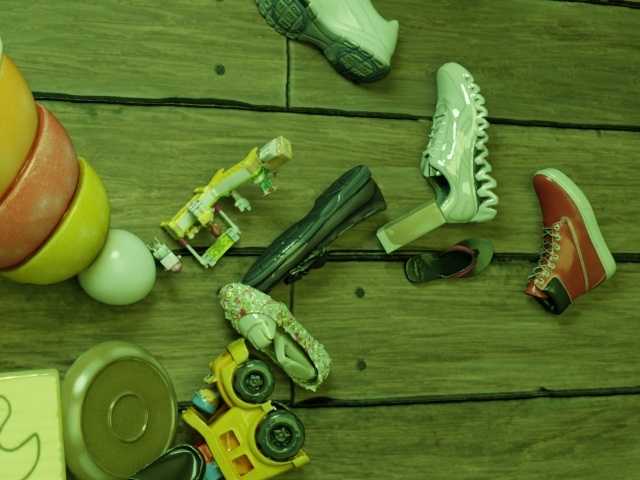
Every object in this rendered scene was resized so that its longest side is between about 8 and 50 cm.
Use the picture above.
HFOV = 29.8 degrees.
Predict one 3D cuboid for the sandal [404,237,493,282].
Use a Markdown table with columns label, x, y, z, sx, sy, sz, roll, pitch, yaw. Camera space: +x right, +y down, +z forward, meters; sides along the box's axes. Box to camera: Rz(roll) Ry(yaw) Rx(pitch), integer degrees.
| label | x | y | z | sx | sy | sz | roll | pitch | yaw |
| --- | --- | --- | --- | --- | --- | --- | --- | --- | --- |
| sandal | 0.235 | 0.039 | 2.129 | 0.179 | 0.040 | 0.067 | -14 | 90 | -23 |

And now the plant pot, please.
| label | x | y | z | sx | sy | sz | roll | pitch | yaw |
| --- | --- | --- | --- | --- | --- | --- | --- | --- | --- |
| plant pot | -0.301 | 0.270 | 1.839 | 0.236 | 0.032 | 0.236 | 10 | 77 | -48 |

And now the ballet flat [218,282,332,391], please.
| label | x | y | z | sx | sy | sz | roll | pitch | yaw |
| --- | --- | --- | --- | --- | --- | --- | --- | --- | --- |
| ballet flat | -0.069 | 0.159 | 1.948 | 0.241 | 0.091 | 0.077 | 40 | 29 | -24 |

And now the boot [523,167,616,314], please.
| label | x | y | z | sx | sy | sz | roll | pitch | yaw |
| --- | --- | --- | --- | --- | --- | --- | --- | --- | --- |
| boot | 0.417 | 0.005 | 2.186 | 0.176 | 0.088 | 0.244 | -33 | 101 | -20 |

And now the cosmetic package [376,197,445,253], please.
| label | x | y | z | sx | sy | sz | roll | pitch | yaw |
| --- | --- | --- | --- | --- | --- | --- | --- | --- | --- |
| cosmetic package | 0.156 | -0.026 | 2.066 | 0.115 | 0.060 | 0.041 | -29 | 97 | 8 |

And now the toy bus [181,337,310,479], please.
| label | x | y | z | sx | sy | sz | roll | pitch | yaw |
| --- | --- | --- | --- | --- | --- | --- | --- | --- | --- |
| toy bus | -0.148 | 0.293 | 1.908 | 0.211 | 0.149 | 0.220 | -28 | 94 | -6 |

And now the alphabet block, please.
| label | x | y | z | sx | sy | sz | roll | pitch | yaw |
| --- | --- | --- | --- | --- | --- | --- | --- | --- | --- |
| alphabet block | -0.484 | 0.283 | 1.731 | 0.197 | 0.193 | 0.192 | -4 | 88 | -23 |

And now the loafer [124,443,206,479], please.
| label | x | y | z | sx | sy | sz | roll | pitch | yaw |
| --- | --- | --- | --- | --- | --- | --- | --- | --- | --- |
| loafer | -0.253 | 0.377 | 1.782 | 0.080 | 0.078 | 0.220 | 41 | 57 | 15 |

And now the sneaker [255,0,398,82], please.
| label | x | y | z | sx | sy | sz | roll | pitch | yaw |
| --- | --- | --- | --- | --- | --- | --- | --- | --- | --- |
| sneaker | 0.008 | -0.395 | 2.057 | 0.297 | 0.111 | 0.129 | 36 | 57 | -20 |

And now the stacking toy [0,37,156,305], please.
| label | x | y | z | sx | sy | sz | roll | pitch | yaw |
| --- | --- | --- | --- | --- | --- | --- | --- | --- | --- |
| stacking toy | -0.426 | -0.047 | 1.759 | 0.480 | 0.351 | 0.350 | 38 | 72 | -31 |

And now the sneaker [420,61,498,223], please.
| label | x | y | z | sx | sy | sz | roll | pitch | yaw |
| --- | --- | --- | --- | --- | --- | --- | --- | --- | --- |
| sneaker | 0.233 | -0.170 | 2.119 | 0.118 | 0.110 | 0.292 | -8 | 88 | -14 |

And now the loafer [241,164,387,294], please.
| label | x | y | z | sx | sy | sz | roll | pitch | yaw |
| --- | --- | --- | --- | --- | --- | --- | --- | --- | --- |
| loafer | 0.000 | 0.000 | 2.005 | 0.302 | 0.109 | 0.095 | -46 | 107 | -22 |

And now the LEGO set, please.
| label | x | y | z | sx | sy | sz | roll | pitch | yaw |
| --- | --- | --- | --- | --- | --- | --- | --- | --- | --- |
| LEGO set | -0.142 | -0.048 | 1.934 | 0.287 | 0.132 | 0.107 | -40 | 107 | 2 |
